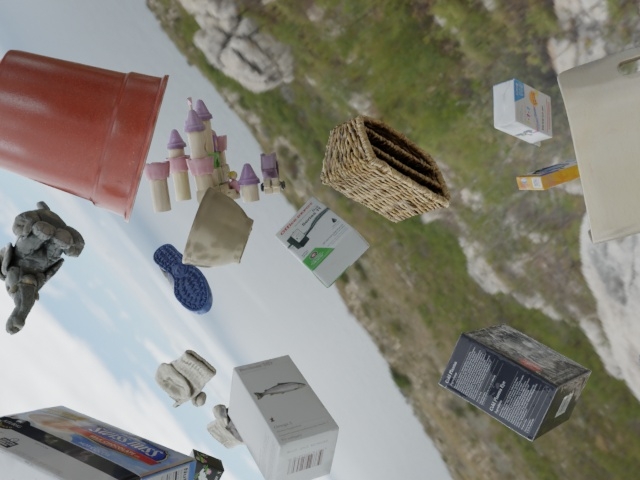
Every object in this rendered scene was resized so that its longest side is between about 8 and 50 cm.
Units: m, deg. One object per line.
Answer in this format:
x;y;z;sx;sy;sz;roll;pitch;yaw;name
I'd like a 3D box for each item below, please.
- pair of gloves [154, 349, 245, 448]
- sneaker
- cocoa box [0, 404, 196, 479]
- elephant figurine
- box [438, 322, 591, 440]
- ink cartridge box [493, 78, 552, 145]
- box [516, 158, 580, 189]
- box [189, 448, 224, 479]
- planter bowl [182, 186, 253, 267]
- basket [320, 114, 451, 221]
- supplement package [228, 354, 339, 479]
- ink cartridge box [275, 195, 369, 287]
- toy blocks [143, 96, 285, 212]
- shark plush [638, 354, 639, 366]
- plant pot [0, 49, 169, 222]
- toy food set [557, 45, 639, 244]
-0.224;0.324;1.526;0.240;0.042;0.204;47;141;-9;pair of gloves
-0.292;0.097;1.726;0.232;0.081;0.090;48;173;42;sneaker
-0.412;0.435;1.262;0.347;0.231;0.228;10;-175;32;cocoa box
-0.651;0.057;1.721;0.169;0.239;0.186;31;-170;6;elephant figurine
0.579;0.404;2.288;0.312;0.179;0.343;28;-165;31;box
0.476;-0.290;1.778;0.181;0.104;0.061;12;163;-40;ink cartridge box
0.435;-0.122;1.401;0.081;0.136;0.028;-168;59;-72;box
-0.287;0.560;1.906;0.083;0.052;0.062;28;-177;-18;box
-0.198;-0.014;1.551;0.109;0.162;0.162;18;169;-4;planter bowl
0.188;-0.209;2.027;0.299;0.213;0.223;26;155;-29;basket
-0.063;0.283;1.221;0.179;0.105;0.105;48;138;46;supplement package
0.000;0.000;1.949;0.087;0.153;0.208;46;176;-39;ink cartridge box
-0.266;-0.228;1.940;0.288;0.309;0.260;-72;-25;-80;toy blocks
0.505;0.226;1.167;0.073;0.067;0.161;49;153;50;shark plush
-0.427;-0.197;1.344;0.265;0.272;0.272;16;176;-14;plant pot
0.460;-0.134;1.066;0.092;0.219;0.306;-88;-23;-47;toy food set
